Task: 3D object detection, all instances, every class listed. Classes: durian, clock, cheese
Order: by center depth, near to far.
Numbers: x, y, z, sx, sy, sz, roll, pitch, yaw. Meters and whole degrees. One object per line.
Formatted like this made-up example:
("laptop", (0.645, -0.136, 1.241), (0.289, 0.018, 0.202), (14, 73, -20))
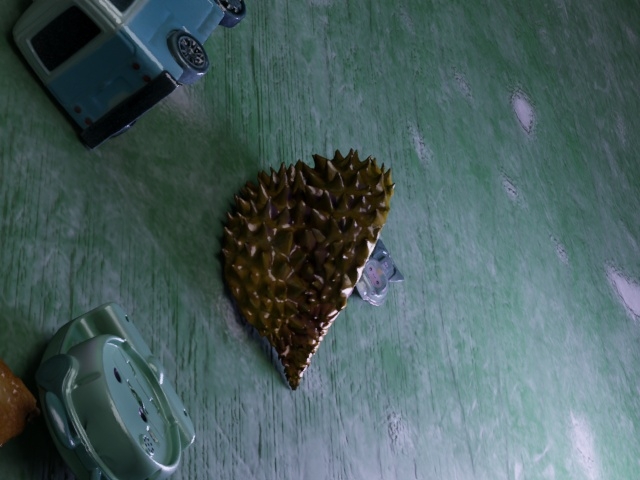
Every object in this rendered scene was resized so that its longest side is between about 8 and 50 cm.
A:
("clock", (-0.166, 0.144, 1.176), (0.148, 0.060, 0.188), (61, 11, -15))
("durian", (-0.001, -0.012, 1.548), (0.154, 0.186, 0.260), (52, 16, -32))
("cheese", (0.063, 0.040, 1.733), (0.067, 0.026, 0.120), (61, 28, -5))

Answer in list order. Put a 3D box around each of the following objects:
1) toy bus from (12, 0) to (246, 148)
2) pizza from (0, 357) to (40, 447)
("toy bus", (-0.183, -0.233, 1.448), (0.165, 0.133, 0.271), (49, 33, -17))
("pizza", (-0.281, 0.118, 1.064), (0.182, 0.062, 0.161), (39, 29, -46))
